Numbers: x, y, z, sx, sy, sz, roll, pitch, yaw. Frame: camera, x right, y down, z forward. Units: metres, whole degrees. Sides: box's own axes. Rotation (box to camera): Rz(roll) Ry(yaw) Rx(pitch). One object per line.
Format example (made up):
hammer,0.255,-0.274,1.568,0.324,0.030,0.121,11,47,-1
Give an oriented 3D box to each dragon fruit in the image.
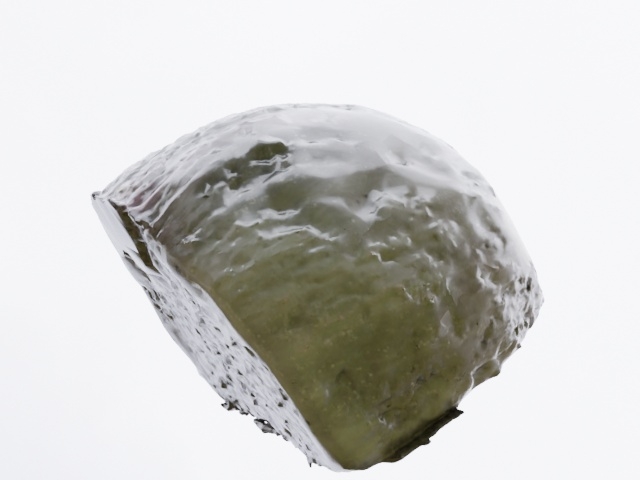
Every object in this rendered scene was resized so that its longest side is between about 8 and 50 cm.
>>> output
dragon fruit,0.000,0.000,0.936,0.221,0.283,0.204,-32,-72,-14
